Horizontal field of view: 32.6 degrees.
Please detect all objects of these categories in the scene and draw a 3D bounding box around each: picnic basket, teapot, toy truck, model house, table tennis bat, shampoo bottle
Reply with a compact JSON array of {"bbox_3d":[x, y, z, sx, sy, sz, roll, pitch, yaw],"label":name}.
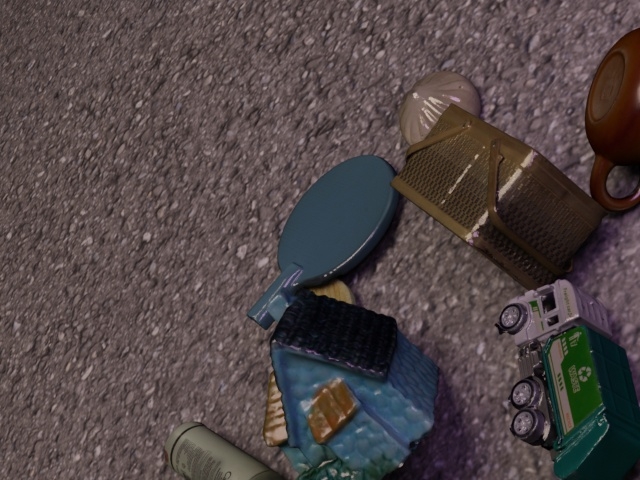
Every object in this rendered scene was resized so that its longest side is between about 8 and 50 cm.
[{"bbox_3d":[0.226,-0.055,1.420,0.139,0.165,0.266,-52,29,5],"label":"picnic basket"},{"bbox_3d":[0.410,-0.154,1.366,0.178,0.135,0.252,-103,29,-81],"label":"teapot"},{"bbox_3d":[0.292,0.168,1.274,0.124,0.114,0.253,-32,43,35],"label":"toy truck"},{"bbox_3d":[-0.004,0.190,1.390,0.226,0.241,0.261,-42,4,13],"label":"model house"},{"bbox_3d":[0.000,0.000,1.712,0.329,0.044,0.215,-53,37,-9],"label":"table tennis bat"},{"bbox_3d":[-0.130,0.350,1.617,0.262,0.085,0.085,20,81,49],"label":"shampoo bottle"}]

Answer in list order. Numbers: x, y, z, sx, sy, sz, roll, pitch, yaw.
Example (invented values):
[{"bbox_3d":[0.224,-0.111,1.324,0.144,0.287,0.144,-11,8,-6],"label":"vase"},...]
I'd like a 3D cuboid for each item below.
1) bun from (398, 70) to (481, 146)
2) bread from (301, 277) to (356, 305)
[{"bbox_3d":[0.169,-0.203,1.657,0.138,0.094,0.138,-27,45,31],"label":"bun"},{"bbox_3d":[0.013,0.118,1.657,0.112,0.036,0.193,-39,39,18],"label":"bread"}]
